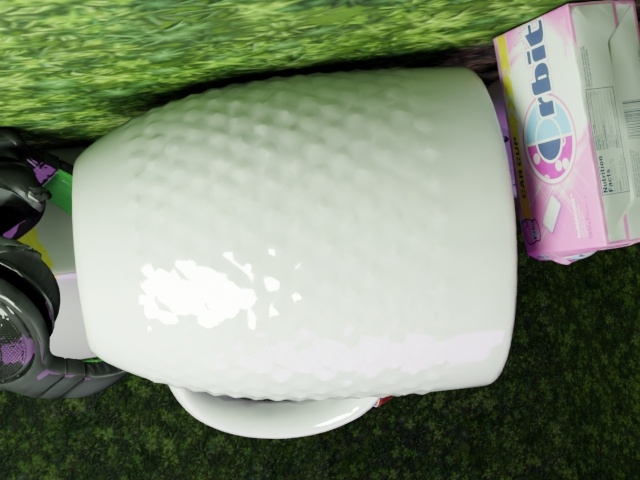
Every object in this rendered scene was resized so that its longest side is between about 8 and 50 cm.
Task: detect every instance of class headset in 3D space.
[{"bbox_3d":[-0.288,-0.003,0.974,0.394,0.243,0.185,16,137,-42],"label":"headset"}]

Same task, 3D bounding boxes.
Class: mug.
[{"bbox_3d":[-0.033,0.037,0.976,0.328,0.374,0.276,-4,-140,-6],"label":"mug"}]

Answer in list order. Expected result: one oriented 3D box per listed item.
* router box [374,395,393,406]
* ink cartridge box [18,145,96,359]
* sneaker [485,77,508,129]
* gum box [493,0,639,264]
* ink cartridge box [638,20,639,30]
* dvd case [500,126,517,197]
[{"bbox_3d":[-0.028,0.125,1.601,0.335,0.082,0.301,16,-174,17],"label":"router box"},{"bbox_3d":[-0.319,0.027,1.274,0.385,0.160,0.279,-8,157,-22],"label":"ink cartridge box"},{"bbox_3d":[0.273,-0.147,1.092,0.235,0.090,0.095,-4,-169,-15],"label":"sneaker"},{"bbox_3d":[0.198,-0.077,0.858,0.062,0.188,0.107,-8,179,-22],"label":"gum box"},{"bbox_3d":[0.336,-0.104,0.953,0.237,0.172,0.100,-8,179,1],"label":"ink cartridge box"},{"bbox_3d":[0.161,-0.097,1.242,0.239,0.029,0.179,18,152,-40],"label":"dvd case"}]
